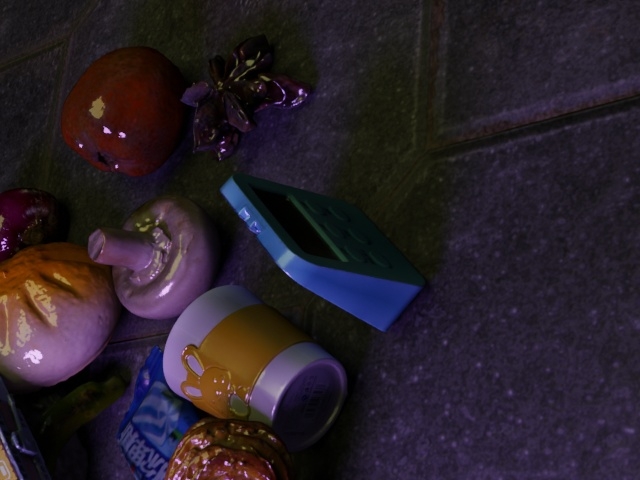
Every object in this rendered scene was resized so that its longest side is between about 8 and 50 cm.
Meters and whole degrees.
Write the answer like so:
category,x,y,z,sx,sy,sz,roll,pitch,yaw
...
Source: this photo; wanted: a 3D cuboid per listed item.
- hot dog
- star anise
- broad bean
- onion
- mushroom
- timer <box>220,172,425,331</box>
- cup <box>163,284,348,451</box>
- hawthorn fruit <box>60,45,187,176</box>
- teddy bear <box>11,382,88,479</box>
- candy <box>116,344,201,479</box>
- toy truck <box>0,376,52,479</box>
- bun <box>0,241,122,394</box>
category,x,y,z,sx,sy,sz,roll,pitch,yaw
hot dog,-0.123,0.366,1.542,0.114,0.175,0.259,-88,4,-61
star anise,-0.142,-0.236,1.929,0.212,0.129,0.282,-45,39,8
broad bean,-0.407,0.346,1.870,0.049,0.144,0.291,151,132,-64
onion,-0.590,-0.023,2.205,0.198,0.135,0.173,3,70,44
mushroom,-0.275,0.019,1.855,0.207,0.215,0.207,-15,68,41
timer,0.000,0.000,1.597,0.091,0.250,0.232,-51,47,12
cup,-0.091,0.209,1.654,0.226,0.185,0.241,26,123,39
hawthorn fruit,-0.335,-0.248,2.053,0.211,0.210,0.262,-7,54,39
teddy bear,-0.563,0.384,1.943,0.357,0.224,0.367,41,98,23
candy,-0.228,0.323,1.753,0.187,0.077,0.331,-61,41,22
toy truck,-0.526,0.323,1.790,0.162,0.136,0.305,-34,70,8
bun,-0.492,0.108,1.968,0.299,0.164,0.299,-18,35,13
